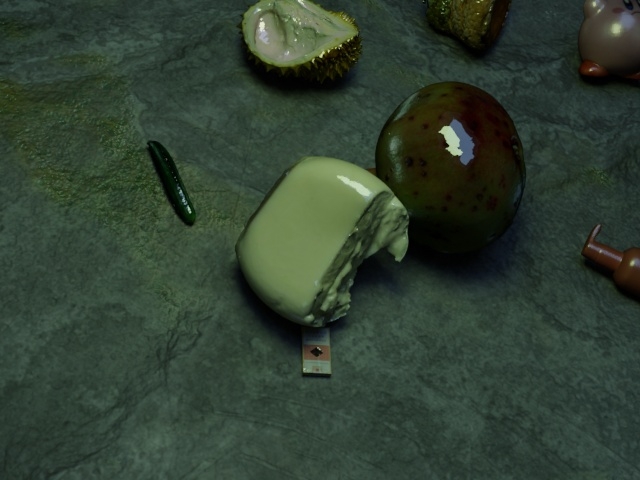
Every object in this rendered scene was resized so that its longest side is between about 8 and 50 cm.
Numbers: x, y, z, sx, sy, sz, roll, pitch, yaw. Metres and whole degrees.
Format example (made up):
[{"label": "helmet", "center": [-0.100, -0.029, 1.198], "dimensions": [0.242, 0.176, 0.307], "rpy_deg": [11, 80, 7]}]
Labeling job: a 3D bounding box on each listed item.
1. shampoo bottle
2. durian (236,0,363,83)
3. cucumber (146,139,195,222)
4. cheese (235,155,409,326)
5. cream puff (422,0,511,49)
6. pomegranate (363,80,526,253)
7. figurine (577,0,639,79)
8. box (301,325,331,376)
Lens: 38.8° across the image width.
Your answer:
[{"label": "shampoo bottle", "center": [0.579, 0.061, 1.600], "dimensions": [0.244, 0.085, 0.085], "rpy_deg": [28, 55, 6]}, {"label": "durian", "center": [-0.039, -0.378, 1.741], "dimensions": [0.250, 0.138, 0.183], "rpy_deg": [31, 85, 20]}, {"label": "cucumber", "center": [-0.256, -0.106, 1.564], "dimensions": [0.033, 0.036, 0.184], "rpy_deg": [-10, 60, -30]}, {"label": "cheese", "center": [0.000, 0.000, 1.442], "dimensions": [0.233, 0.127, 0.266], "rpy_deg": [34, 89, 18]}, {"label": "cream puff", "center": [0.293, -0.494, 1.874], "dimensions": [0.169, 0.183, 0.183], "rpy_deg": [20, 53, 20]}, {"label": "pomegranate", "center": [0.197, -0.101, 1.559], "dimensions": [0.291, 0.323, 0.290], "rpy_deg": [33, 35, -27]}, {"label": "figurine", "center": [0.622, -0.426, 1.890], "dimensions": [0.173, 0.173, 0.173], "rpy_deg": [6, 55, -8]}, {"label": "box", "center": [-0.007, 0.175, 1.439], "dimensions": [0.046, 0.012, 0.083], "rpy_deg": [4, 55, -10]}]
